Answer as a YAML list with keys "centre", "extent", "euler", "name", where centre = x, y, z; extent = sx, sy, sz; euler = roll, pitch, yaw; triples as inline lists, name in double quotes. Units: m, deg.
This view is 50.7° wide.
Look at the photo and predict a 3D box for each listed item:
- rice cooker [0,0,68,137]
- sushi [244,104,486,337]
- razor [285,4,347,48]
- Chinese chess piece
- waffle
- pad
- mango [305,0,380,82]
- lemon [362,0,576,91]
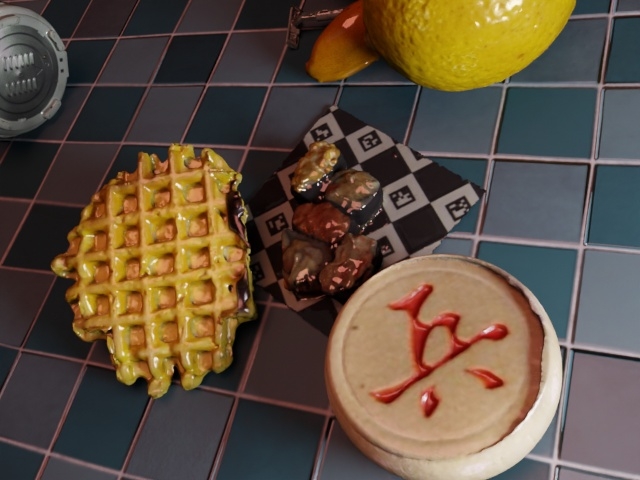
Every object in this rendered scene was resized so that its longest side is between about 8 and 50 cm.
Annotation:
- centre: [-0.601, -0.315, 1.200]
  extent: [0.227, 0.241, 0.280]
  euler: [20, 37, 25]
  name: "rice cooker"
- centre: [0.020, -0.047, 0.903]
  extent: [0.294, 0.059, 0.292]
  euler: [33, 76, 34]
  name: "sushi"
- centre: [0.045, -0.370, 1.103]
  extent: [0.211, 0.036, 0.084]
  euler: [-6, 61, 19]
  name: "razor"
- centre: [0.129, 0.135, 0.731]
  extent: [0.250, 0.103, 0.249]
  euler: [-9, 57, 14]
  name: "Chinese chess piece"
- centre: [-0.203, 0.036, 0.894]
  extent: [0.307, 0.060, 0.312]
  euler: [-41, 76, 4]
  name: "waffle"
- centre: [0.000, 0.000, 0.920]
  extent: [0.157, 0.003, 0.112]
  euler: [-20, 56, 9]
  name: "pad"
- centre: [0.049, -0.299, 1.024]
  extent: [0.084, 0.105, 0.159]
  euler: [43, 94, 9]
  name: "mango"
- centre: [0.191, -0.333, 0.883]
  extent: [0.293, 0.293, 0.293]
  euler: [-10, 58, 16]
  name: "lemon"
